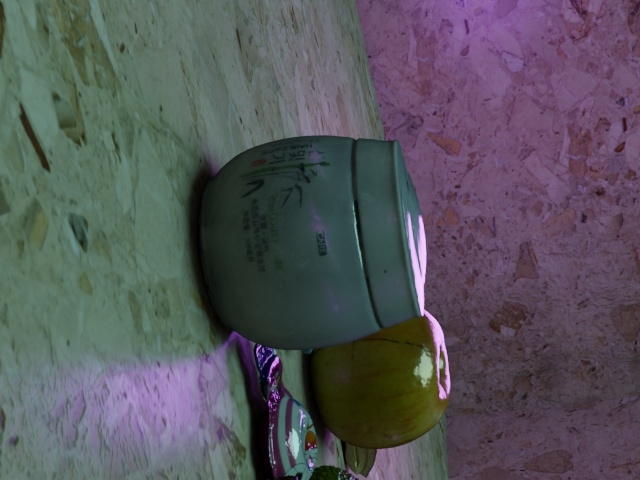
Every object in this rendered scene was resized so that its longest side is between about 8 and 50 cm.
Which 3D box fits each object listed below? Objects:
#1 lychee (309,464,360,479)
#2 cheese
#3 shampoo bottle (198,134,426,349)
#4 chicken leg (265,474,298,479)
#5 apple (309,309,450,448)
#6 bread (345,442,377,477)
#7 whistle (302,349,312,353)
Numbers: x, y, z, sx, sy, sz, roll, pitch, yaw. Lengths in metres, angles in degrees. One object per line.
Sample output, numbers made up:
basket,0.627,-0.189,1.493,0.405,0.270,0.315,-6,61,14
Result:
lychee,0.022,0.403,1.301,0.146,0.114,0.114,62,18,-19
cheese,-0.052,0.246,1.187,0.155,0.062,0.244,-53,133,-72
shampoo bottle,0.000,0.000,1.113,0.273,0.266,0.272,-10,90,-80
chicken leg,-0.013,0.503,1.110,0.158,0.096,0.406,-61,140,-77
apple,0.108,0.232,1.553,0.286,0.233,0.285,-8,90,-78
bread,0.078,0.360,1.723,0.119,0.067,0.192,70,16,-46
whistle,0.000,0.053,1.415,0.093,0.180,0.269,22,73,-28
